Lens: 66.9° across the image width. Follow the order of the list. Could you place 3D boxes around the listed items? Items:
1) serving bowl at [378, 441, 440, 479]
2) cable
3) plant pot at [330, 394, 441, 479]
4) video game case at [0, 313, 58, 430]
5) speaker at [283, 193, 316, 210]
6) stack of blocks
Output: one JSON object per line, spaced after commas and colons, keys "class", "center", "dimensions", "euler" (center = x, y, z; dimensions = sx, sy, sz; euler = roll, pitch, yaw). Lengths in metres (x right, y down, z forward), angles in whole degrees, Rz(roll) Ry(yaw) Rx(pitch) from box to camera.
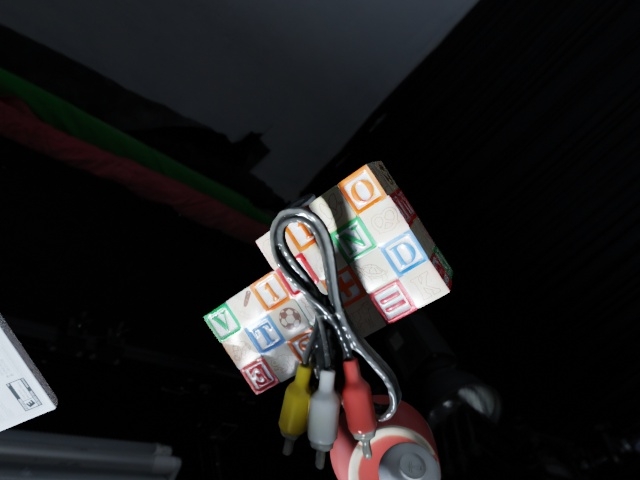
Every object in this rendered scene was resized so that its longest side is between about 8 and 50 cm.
{"class": "serving bowl", "center": [0.120, 0.304, 0.641], "dimensions": [0.083, 0.027, 0.083], "euler": [4, -140, -3]}
{"class": "cable", "center": [0.014, 0.106, 0.527], "dimensions": [0.072, 0.139, 0.288], "euler": [-56, -38, -74]}
{"class": "plant pot", "center": [0.157, 0.508, 1.117], "dimensions": [0.275, 0.275, 0.243], "euler": [48, 172, 10]}
{"class": "video game case", "center": [-0.446, 0.164, 0.580], "dimensions": [0.022, 0.173, 0.191], "euler": [-132, 24, -60]}
{"class": "speaker", "center": [0.000, 0.000, 0.735], "dimensions": [0.136, 0.055, 0.055], "euler": [59, -164, -16]}
{"class": "stack of blocks", "center": [-0.005, 0.052, 0.625], "dimensions": [0.171, 0.297, 0.087], "euler": [56, -159, 0]}
